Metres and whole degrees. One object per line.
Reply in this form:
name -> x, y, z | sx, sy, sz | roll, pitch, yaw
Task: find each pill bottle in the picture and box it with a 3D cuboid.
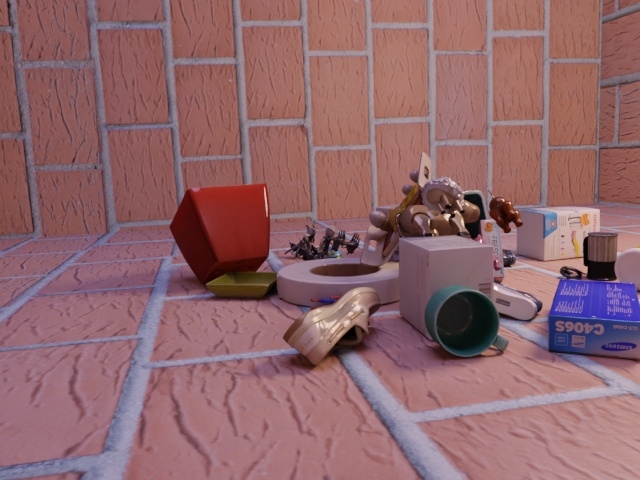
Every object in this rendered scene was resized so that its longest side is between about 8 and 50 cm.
pill bottle -> 0.913, 0.065, 1.631 | 0.215, 0.117, 0.117 | -9, 10, -42

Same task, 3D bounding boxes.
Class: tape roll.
tape roll -> 0.070, 0.114, 1.690 | 0.392, 0.072, 0.392 | -3, 8, 0

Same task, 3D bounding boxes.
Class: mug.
mug -> 0.276, 0.164, 1.153 | 0.129, 0.158, 0.097 | -27, 8, -5

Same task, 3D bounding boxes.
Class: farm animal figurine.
farm animal figurine -> 0.336, -0.027, 1.536 | 0.326, 0.330, 0.172 | 10, 43, -25

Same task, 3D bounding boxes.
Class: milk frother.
milk frother -> 0.793, 0.046, 1.740 | 0.143, 0.135, 0.129 | -6, 8, -24

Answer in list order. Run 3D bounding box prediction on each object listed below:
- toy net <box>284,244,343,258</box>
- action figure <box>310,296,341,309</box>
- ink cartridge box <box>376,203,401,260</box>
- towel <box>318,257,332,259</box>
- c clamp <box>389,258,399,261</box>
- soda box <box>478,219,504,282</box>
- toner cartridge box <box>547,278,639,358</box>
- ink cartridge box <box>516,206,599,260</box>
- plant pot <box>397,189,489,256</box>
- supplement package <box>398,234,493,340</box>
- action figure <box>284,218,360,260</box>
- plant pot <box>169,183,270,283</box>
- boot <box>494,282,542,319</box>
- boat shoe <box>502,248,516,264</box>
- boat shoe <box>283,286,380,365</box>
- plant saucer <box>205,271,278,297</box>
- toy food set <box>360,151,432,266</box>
toy net -> -0.035, 0.054, 2.262 | 0.232, 0.045, 0.122 | -1, 16, 24
action figure -> 0.031, 0.161, 1.491 | 0.115, 0.038, 0.030 | -2, -14, 10
ink cartridge box -> 0.355, -0.030, 2.176 | 0.197, 0.198, 0.270 | -6, 8, -22
towel -> 0.007, 0.084, 2.070 | 0.067, 0.029, 0.119 | 0, 8, 17
c clamp -> 0.229, 0.074, 2.103 | 0.160, 0.022, 0.137 | 4, 10, 42
soda box -> 0.504, 0.032, 1.741 | 0.058, 0.183, 0.063 | -1, -20, 8
toner cartridge box -> 0.581, 0.155, 1.245 | 0.165, 0.075, 0.348 | 1, 8, 26
ink cartridge box -> 0.857, -0.029, 2.125 | 0.232, 0.171, 0.168 | -5, 9, -15
plant pot -> 0.370, -0.002, 1.884 | 0.248, 0.247, 0.252 | -6, -9, -25
supplement package -> 0.276, 0.096, 1.317 | 0.149, 0.194, 0.203 | -3, 9, -10
action figure -> 0.000, 0.000, 2.072 | 0.275, 0.141, 0.164 | -7, 21, -43
plant pot -> -0.302, -0.009, 1.888 | 0.267, 0.236, 0.267 | -8, -22, -30
boot -> 0.429, 0.137, 1.407 | 0.190, 0.069, 0.086 | 25, 15, 30
boat shoe -> 0.606, 0.052, 2.032 | 0.083, 0.065, 0.183 | -1, 15, -2
boat shoe -> 0.049, 0.177, 1.208 | 0.098, 0.109, 0.302 | 45, 28, 20
plant saucer -> -0.215, 0.132, 1.732 | 0.188, 0.045, 0.188 | 0, 8, 13
toy food set -> 0.215, -0.089, 1.694 | 0.092, 0.306, 0.220 | 29, 33, -5
